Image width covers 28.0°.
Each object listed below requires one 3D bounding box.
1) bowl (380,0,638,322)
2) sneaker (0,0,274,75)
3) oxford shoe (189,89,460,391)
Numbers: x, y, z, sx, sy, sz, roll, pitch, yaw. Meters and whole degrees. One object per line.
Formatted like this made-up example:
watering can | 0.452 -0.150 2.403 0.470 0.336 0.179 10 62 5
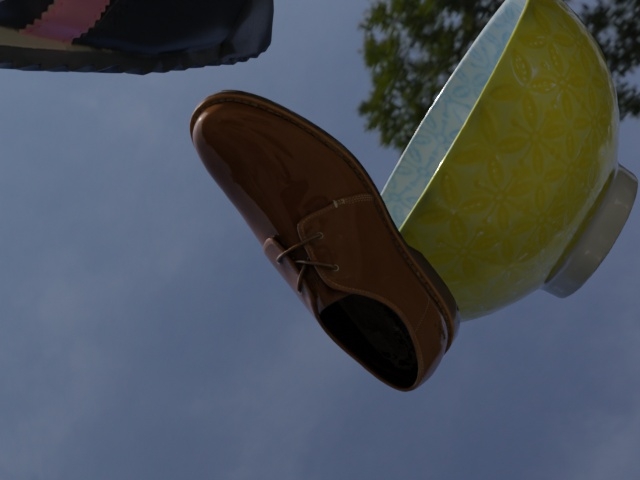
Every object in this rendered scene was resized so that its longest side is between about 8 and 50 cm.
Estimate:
bowl | 0.151 -0.041 1.006 0.156 0.289 0.289 30 -112 -5
sneaker | -0.122 -0.127 0.437 0.112 0.319 0.131 15 -78 34
oxford shoe | 0.000 0.000 0.743 0.212 0.076 0.076 46 -150 -6
